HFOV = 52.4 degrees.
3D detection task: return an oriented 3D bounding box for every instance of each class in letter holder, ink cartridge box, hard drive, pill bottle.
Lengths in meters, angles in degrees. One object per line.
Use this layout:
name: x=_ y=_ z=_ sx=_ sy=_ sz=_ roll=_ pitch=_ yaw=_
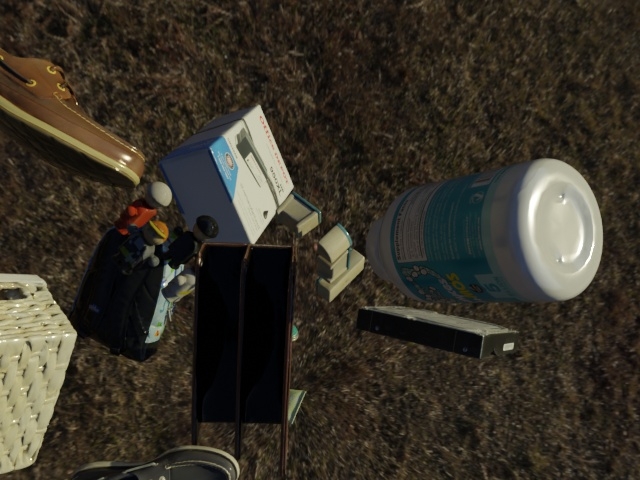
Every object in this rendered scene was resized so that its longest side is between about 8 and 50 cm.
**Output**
letter holder: x=-0.115 y=0.169 z=0.962 sx=0.152 sy=0.214 sz=0.302 roll=3 pitch=99 yaw=-4
ink cartridge box: x=-0.244 y=-0.178 z=1.814 sx=0.166 sy=0.395 sz=0.285 roll=-13 pitch=113 yaw=21
hard drive: x=0.290 y=0.220 z=1.617 sx=0.339 sy=0.237 sz=0.064 roll=8 pitch=90 yaw=37
pill bottle: x=0.168 y=-0.001 z=0.745 sx=0.146 sy=0.264 sz=0.146 roll=4 pitch=83 yaw=-33

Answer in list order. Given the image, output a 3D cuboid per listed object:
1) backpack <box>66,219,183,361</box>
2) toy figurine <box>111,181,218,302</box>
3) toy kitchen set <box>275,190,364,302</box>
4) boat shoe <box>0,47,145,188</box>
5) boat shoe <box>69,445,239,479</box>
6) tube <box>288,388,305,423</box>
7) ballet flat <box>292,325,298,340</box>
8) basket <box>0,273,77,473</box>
backpack: x=-0.531 y=0.111 z=1.848 sx=0.290 sy=0.273 sz=0.355 roll=21 pitch=114 yaw=14
toy figurine: x=-0.319 y=0.002 z=1.372 sx=0.148 sy=0.209 sz=0.213 roll=-40 pitch=122 yaw=14
toy kitchen set: x=0.000 y=0.000 z=1.412 sx=0.166 sy=0.207 sz=0.122 roll=37 pitch=63 yaw=21
boat shoe: x=-0.196 y=-0.097 z=0.442 sx=0.178 sy=0.064 sz=0.060 roll=30 pitch=72 yaw=-7
boat shoe: x=-0.198 y=0.292 z=0.755 sx=0.206 sy=0.065 sz=0.075 roll=-7 pitch=103 yaw=3
tube: x=-0.152 y=0.421 z=1.747 sx=0.240 sy=0.062 sz=0.070 roll=6 pitch=100 yaw=35
ballet flat: x=-0.157 y=0.199 z=1.410 sx=0.213 sy=0.068 sz=0.072 roll=11 pitch=37 yaw=-14
basket: x=-0.306 y=0.126 z=0.590 sx=0.103 sy=0.113 sz=0.167 roll=34 pitch=109 yaw=32
